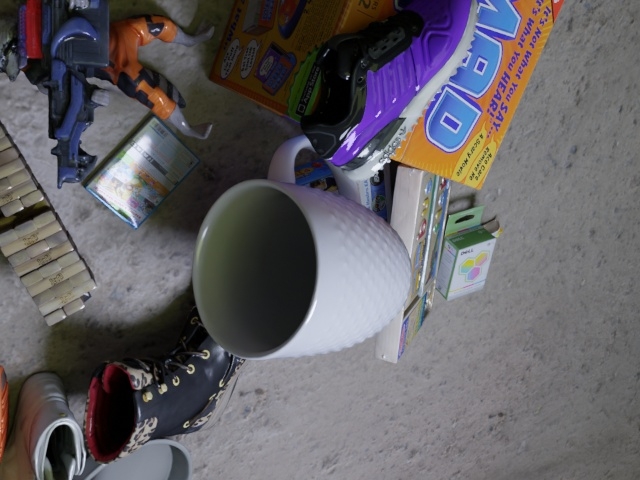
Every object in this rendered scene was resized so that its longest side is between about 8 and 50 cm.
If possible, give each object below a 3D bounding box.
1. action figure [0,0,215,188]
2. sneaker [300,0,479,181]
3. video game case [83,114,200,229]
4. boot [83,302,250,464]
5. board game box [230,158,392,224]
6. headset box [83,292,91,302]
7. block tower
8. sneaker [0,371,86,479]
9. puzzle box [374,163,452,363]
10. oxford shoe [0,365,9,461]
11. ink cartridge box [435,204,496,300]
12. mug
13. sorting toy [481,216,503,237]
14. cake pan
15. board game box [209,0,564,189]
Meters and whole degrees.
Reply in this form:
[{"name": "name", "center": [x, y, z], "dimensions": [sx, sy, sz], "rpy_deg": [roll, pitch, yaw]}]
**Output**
[{"name": "action figure", "center": [-0.326, -0.227, 1.031], "dimensions": [0.330, 0.178, 0.341], "rpy_deg": [10, 81, -30]}, {"name": "sneaker", "center": [0.077, -0.226, 0.878], "dimensions": [0.146, 0.102, 0.293], "rpy_deg": [29, 95, -35]}, {"name": "video game case", "center": [-0.299, -0.114, 1.196], "dimensions": [0.166, 0.015, 0.119], "rpy_deg": [-48, 129, -5]}, {"name": "boot", "center": [-0.249, 0.208, 1.240], "dimensions": [0.284, 0.138, 0.377], "rpy_deg": [-7, 126, -61]}, {"name": "board game box", "center": [0.000, 0.000, 1.394], "dimensions": [0.302, 0.086, 0.308], "rpy_deg": [-20, 121, -23]}, {"name": "headset box", "center": [-0.415, 0.069, 1.163], "dimensions": [0.032, 0.083, 0.062], "rpy_deg": [-39, 126, -11]}, {"name": "block tower", "center": [-0.446, -0.046, 1.036], "dimensions": [0.091, 0.097, 0.335], "rpy_deg": [-30, 110, -14]}, {"name": "sneaker", "center": [-0.485, 0.398, 1.219], "dimensions": [0.108, 0.169, 0.292], "rpy_deg": [1, 112, -35]}, {"name": "puzzle box", "center": [0.200, 0.015, 1.457], "dimensions": [0.272, 0.052, 0.409], "rpy_deg": [-37, 136, -59]}, {"name": "oxford shoe", "center": [-0.602, 0.377, 1.165], "dimensions": [0.133, 0.130, 0.363], "rpy_deg": [13, 96, -19]}, {"name": "ink cartridge box", "center": [0.333, 0.030, 1.609], "dimensions": [0.109, 0.062, 0.209], "rpy_deg": [-16, 132, -26]}, {"name": "mug", "center": [-0.005, 0.006, 1.191], "dimensions": [0.328, 0.276, 0.374], "rpy_deg": [6, 78, -50]}, {"name": "sorting toy", "center": [0.397, -0.003, 1.682], "dimensions": [0.083, 0.045, 0.075], "rpy_deg": [-25, 142, -21]}, {"name": "cake pan", "center": [-0.384, 0.493, 1.360], "dimensions": [0.293, 0.054, 0.293], "rpy_deg": [-28, 134, -33]}, {"name": "board game box", "center": [0.095, -0.337, 1.125], "dimensions": [0.356, 0.356, 0.356], "rpy_deg": [13, 104, -35]}]
